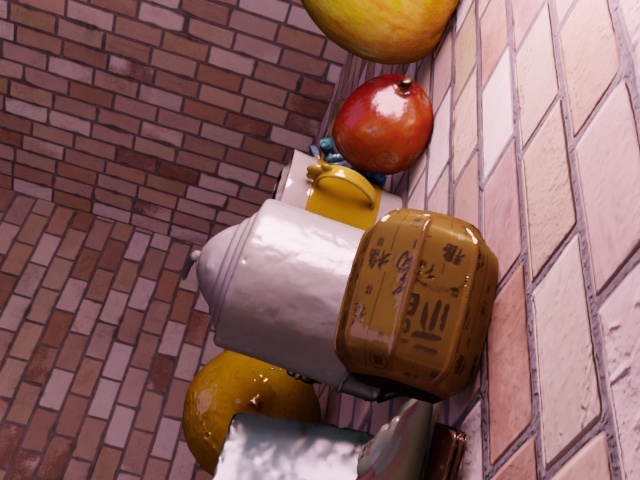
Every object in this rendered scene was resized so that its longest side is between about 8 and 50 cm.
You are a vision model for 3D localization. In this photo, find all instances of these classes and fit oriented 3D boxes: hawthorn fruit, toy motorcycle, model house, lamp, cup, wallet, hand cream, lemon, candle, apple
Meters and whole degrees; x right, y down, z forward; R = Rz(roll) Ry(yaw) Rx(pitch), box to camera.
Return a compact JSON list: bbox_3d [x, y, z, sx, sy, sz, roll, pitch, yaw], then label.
[{"bbox_3d":[0.112,-0.201,1.421,0.188,0.169,0.169,124,161,-59],"label":"hawthorn fruit"},{"bbox_3d":[0.054,-0.105,1.700,0.260,0.154,0.206,71,-160,-50],"label":"toy motorcycle"},{"bbox_3d":[-0.034,0.405,1.098,0.241,0.226,0.261,93,-171,-45],"label":"model house"},{"bbox_3d":[0.101,0.070,0.898,0.161,0.161,0.185,128,158,-72],"label":"lamp"},{"bbox_3d":[0.025,-0.055,1.483,0.241,0.226,0.185,122,165,-61],"label":"cup"},{"bbox_3d":[0.111,0.274,0.843,0.095,0.026,0.176,116,170,-82],"label":"wallet"},{"bbox_3d":[0.065,0.308,0.943,0.306,0.093,0.147,-66,4,-33],"label":"hand cream"},{"bbox_3d":[-0.133,0.337,1.626,0.293,0.293,0.293,-163,90,-83],"label":"lemon"},{"bbox_3d":[-0.021,0.071,1.117,0.221,0.343,0.221,-161,90,-88],"label":"candle"},{"bbox_3d":[0.112,-0.500,1.542,0.339,0.340,0.339,-163,90,-83],"label":"apple"}]

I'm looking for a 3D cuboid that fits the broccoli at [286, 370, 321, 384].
[{"bbox_3d":[-0.013,0.093,1.343,0.247,0.243,0.263,-61,9,-15],"label":"broccoli"}]

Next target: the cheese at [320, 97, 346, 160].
[{"bbox_3d":[0.057,-0.191,2.051,0.384,0.104,0.384,-164,90,-83],"label":"cheese"}]
